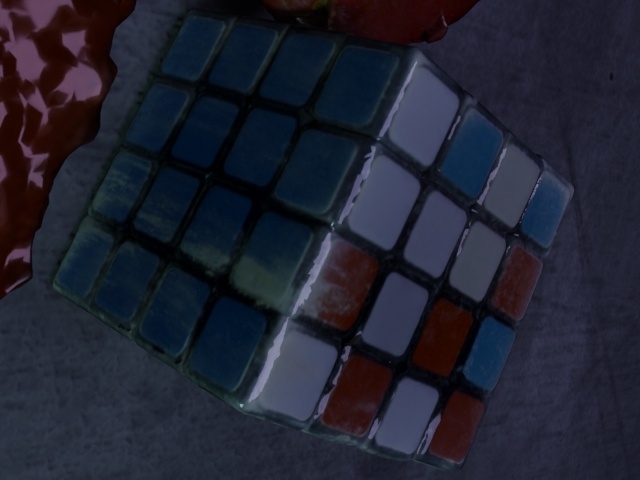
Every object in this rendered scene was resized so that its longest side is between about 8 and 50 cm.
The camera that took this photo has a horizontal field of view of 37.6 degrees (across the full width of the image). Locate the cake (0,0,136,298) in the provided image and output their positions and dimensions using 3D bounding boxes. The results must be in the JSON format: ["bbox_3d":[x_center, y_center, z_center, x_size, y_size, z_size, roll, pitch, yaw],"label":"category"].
[{"bbox_3d":[-0.271,-0.106,0.382,0.270,0.319,0.269,27,87,-41],"label":"cake"}]

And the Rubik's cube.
[{"bbox_3d":[-0.001,0.001,0.727,0.253,0.259,0.256,30,83,-47],"label":"Rubik's cube"}]

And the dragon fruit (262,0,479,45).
[{"bbox_3d":[0.032,-0.294,0.663,0.250,0.269,0.291,-44,135,-37],"label":"dragon fruit"}]
